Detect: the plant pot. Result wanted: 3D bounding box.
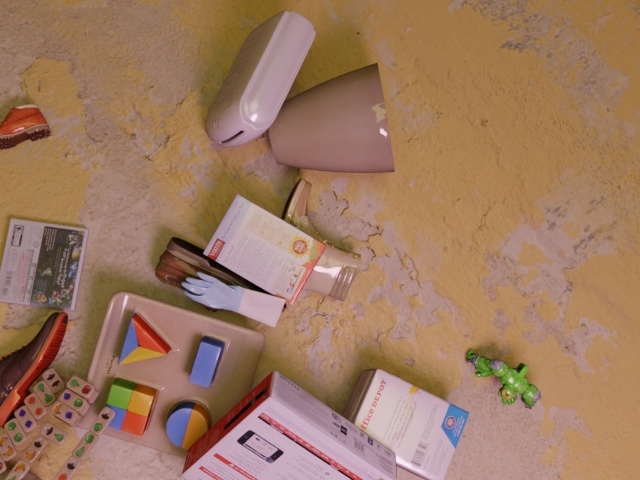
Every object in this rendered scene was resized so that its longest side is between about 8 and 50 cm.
[{"bbox_3d":[0.021,-0.264,1.775,0.274,0.256,0.257,-10,81,5],"label":"plant pot"}]

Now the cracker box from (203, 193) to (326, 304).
[{"bbox_3d":[-0.123,0.020,1.691,0.232,0.067,0.156,31,90,0],"label":"cracker box"}]

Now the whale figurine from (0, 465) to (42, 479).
[{"bbox_3d":[-0.692,0.551,1.529,0.272,0.216,0.141,12,117,-6],"label":"whale figurine"}]

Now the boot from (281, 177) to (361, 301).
[{"bbox_3d":[0.000,0.000,1.776,0.203,0.095,0.262,14,84,-5],"label":"boot"}]

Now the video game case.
[{"bbox_3d":[-0.628,0.054,1.701,0.173,0.022,0.190,8,77,-8],"label":"video game case"}]

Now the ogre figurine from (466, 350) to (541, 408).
[{"bbox_3d":[0.443,0.329,1.782,0.096,0.118,0.197,-32,86,-14],"label":"ogre figurine"}]

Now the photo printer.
[{"bbox_3d":[-0.151,-0.358,1.743,0.107,0.256,0.308,30,75,-23],"label":"photo printer"}]

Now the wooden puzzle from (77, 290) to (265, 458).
[{"bbox_3d":[-0.326,0.308,1.630,0.347,0.080,0.322,17,95,-8],"label":"wooden puzzle"}]

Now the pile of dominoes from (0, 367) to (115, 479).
[{"bbox_3d":[-0.564,0.395,1.544,0.196,0.040,0.251,24,63,17],"label":"pile of dominoes"}]

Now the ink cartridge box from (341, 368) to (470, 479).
[{"bbox_3d":[0.176,0.413,1.695,0.232,0.168,0.171,27,76,-4],"label":"ink cartridge box"}]

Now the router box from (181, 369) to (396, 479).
[{"bbox_3d":[-0.065,0.464,1.562,0.335,0.082,0.301,38,116,-17],"label":"router box"}]

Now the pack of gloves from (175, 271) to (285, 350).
[{"bbox_3d":[-0.217,0.179,1.674,0.232,0.046,0.195,19,122,-6],"label":"pack of gloves"}]

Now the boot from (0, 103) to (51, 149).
[{"bbox_3d":[-0.712,-0.262,1.730,0.157,0.059,0.085,-21,80,-21],"label":"boot"}]

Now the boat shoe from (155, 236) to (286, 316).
[{"bbox_3d":[-0.229,0.109,1.725,0.307,0.111,0.104,30,99,0],"label":"boat shoe"}]

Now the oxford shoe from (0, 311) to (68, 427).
[{"bbox_3d":[-0.645,0.262,1.624,0.098,0.097,0.271,29,76,3],"label":"oxford shoe"}]
